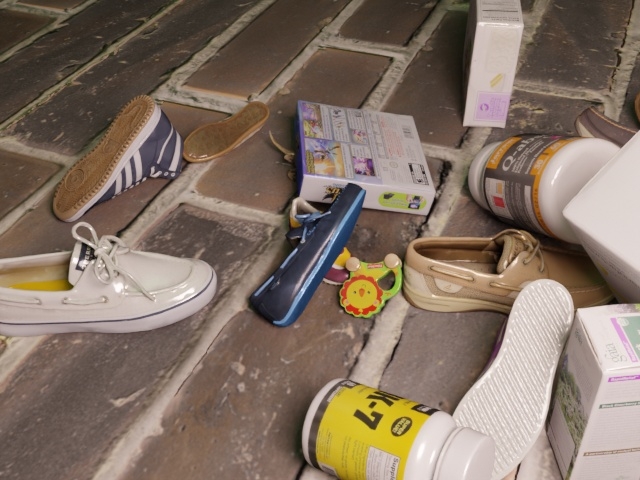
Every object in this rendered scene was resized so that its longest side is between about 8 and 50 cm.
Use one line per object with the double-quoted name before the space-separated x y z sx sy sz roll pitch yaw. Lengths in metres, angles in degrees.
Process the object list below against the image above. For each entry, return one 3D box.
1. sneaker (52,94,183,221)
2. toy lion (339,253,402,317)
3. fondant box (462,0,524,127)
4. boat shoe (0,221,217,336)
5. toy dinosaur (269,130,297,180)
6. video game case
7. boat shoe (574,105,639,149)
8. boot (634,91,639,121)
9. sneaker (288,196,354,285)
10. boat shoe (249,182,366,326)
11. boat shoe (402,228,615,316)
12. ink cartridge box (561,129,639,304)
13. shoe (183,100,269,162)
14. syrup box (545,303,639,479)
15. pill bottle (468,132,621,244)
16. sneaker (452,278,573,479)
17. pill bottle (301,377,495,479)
"sneaker" -0.376 -0.129 1.374 0.099 0.153 0.282 33 82 31
"toy lion" 0.079 0.073 1.119 0.100 0.034 0.096 -6 75 14
"fondant box" 0.372 -0.434 1.567 0.096 0.238 0.330 6 42 8
"boat shoe" -0.351 0.047 1.107 0.368 0.156 0.135 -4 41 -1
"toy dinosaur" -0.040 -0.161 1.427 0.183 0.053 0.092 20 30 14
"video game case" 0.075 -0.164 1.369 0.245 0.061 0.269 7 39 -10
"boat shoe" 0.563 -0.117 1.110 0.355 0.130 0.132 47 20 32
"boot" 0.804 -0.249 1.426 0.220 0.109 0.283 -29 50 -26
"sneaker" 0.000 0.000 1.199 0.070 0.083 0.185 -26 46 -25
"boat shoe" -0.021 0.008 1.113 0.089 0.109 0.258 30 72 15
"boat shoe" 0.301 0.047 1.110 0.341 0.110 0.121 -2 41 1
"ink cartridge box" 0.496 0.064 0.869 0.160 0.385 0.279 -48 49 5
"shoe" -0.197 -0.217 1.492 0.219 0.058 0.076 -34 81 -26
"syrup box" 0.342 0.190 0.845 0.097 0.236 0.093 -4 40 -1
"pill bottle" 0.363 -0.093 1.165 0.162 0.162 0.278 -14 14 -13
"sneaker" 0.254 0.197 0.956 0.102 0.161 0.282 29 80 13
"pill bottle" 0.092 0.249 0.854 0.209 0.119 0.119 12 42 33
